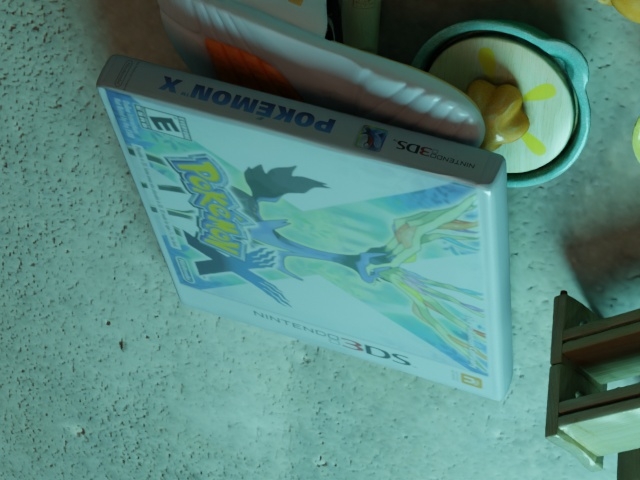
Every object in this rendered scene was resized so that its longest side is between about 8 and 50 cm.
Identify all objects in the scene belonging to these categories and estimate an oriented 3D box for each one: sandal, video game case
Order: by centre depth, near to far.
[{"bbox_3d":[0.008,-0.132,1.170,0.265,0.076,0.102,22,149,20],"label":"sandal"},{"bbox_3d":[0.000,0.000,1.263,0.300,0.036,0.329,16,152,17],"label":"video game case"}]

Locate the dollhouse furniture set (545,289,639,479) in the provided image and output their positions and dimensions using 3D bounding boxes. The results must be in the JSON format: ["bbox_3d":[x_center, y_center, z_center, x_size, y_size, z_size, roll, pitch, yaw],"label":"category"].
[{"bbox_3d":[0.277,0.118,1.247,0.129,0.129,0.183,-19,138,37],"label":"dollhouse furniture set"}]

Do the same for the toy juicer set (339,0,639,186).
[{"bbox_3d":[0.116,-0.130,1.143,0.329,0.089,0.209,0,124,29],"label":"toy juicer set"}]
